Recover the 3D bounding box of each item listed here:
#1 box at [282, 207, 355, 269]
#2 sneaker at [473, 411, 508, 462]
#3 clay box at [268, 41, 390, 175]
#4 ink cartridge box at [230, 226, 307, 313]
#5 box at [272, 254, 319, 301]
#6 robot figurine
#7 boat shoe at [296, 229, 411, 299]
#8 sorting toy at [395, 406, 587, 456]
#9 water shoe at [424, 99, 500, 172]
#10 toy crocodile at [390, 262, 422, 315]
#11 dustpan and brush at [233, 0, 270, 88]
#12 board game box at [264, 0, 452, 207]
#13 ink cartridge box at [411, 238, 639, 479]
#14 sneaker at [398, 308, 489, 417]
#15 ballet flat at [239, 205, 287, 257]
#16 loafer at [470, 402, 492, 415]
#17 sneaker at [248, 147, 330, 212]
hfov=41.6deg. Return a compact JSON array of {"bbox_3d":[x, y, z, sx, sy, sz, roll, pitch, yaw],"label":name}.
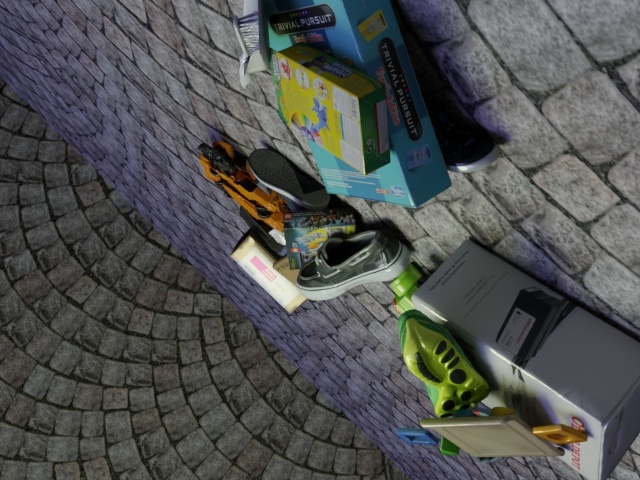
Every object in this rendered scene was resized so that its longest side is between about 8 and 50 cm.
[{"bbox_3d":[0.000,0.000,1.933,0.159,0.044,0.233,-2,155,0],"label":"box"},{"bbox_3d":[0.421,0.503,2.154,0.104,0.125,0.262,47,163,-6],"label":"sneaker"},{"bbox_3d":[0.009,-0.197,1.204,0.222,0.053,0.128,39,148,42],"label":"clay box"},{"bbox_3d":[-0.125,0.067,2.331,0.235,0.088,0.193,45,-165,-7],"label":"ink cartridge box"},{"bbox_3d":[-0.007,0.077,2.154,0.164,0.021,0.201,38,140,-18],"label":"box"},{"bbox_3d":[-0.192,-0.146,2.138,0.291,0.085,0.211,38,162,21],"label":"robot figurine"},{"bbox_3d":[0.048,0.038,1.853,0.335,0.121,0.119,-21,124,45],"label":"boat shoe"},{"bbox_3d":[0.299,0.327,1.450,0.347,0.047,0.196,-14,144,42],"label":"sorting toy"},{"bbox_3d":[0.174,-0.163,1.254,0.203,0.073,0.080,28,154,42],"label":"water shoe"},{"bbox_3d":[0.195,0.127,1.752,0.115,0.105,0.340,44,-176,1],"label":"toy crocodile"},{"bbox_3d":[-0.107,-0.292,1.280,0.211,0.060,0.147,77,-172,-68],"label":"dustpan and brush"},{"bbox_3d":[0.045,-0.225,1.270,0.253,0.079,0.336,15,132,59],"label":"board game box"},{"bbox_3d":[0.379,0.217,1.506,0.394,0.166,0.285,35,161,33],"label":"ink cartridge box"},{"bbox_3d":[0.213,0.212,1.468,0.296,0.109,0.124,58,-170,-47],"label":"sneaker"},{"bbox_3d":[-0.118,-0.034,2.221,0.280,0.095,0.096,36,153,26],"label":"ballet flat"},{"bbox_3d":[0.372,0.393,2.091,0.223,0.078,0.076,35,161,31],"label":"loafer"},{"bbox_3d":[-0.075,-0.105,1.954,0.226,0.086,0.163,38,159,18],"label":"sneaker"}]
